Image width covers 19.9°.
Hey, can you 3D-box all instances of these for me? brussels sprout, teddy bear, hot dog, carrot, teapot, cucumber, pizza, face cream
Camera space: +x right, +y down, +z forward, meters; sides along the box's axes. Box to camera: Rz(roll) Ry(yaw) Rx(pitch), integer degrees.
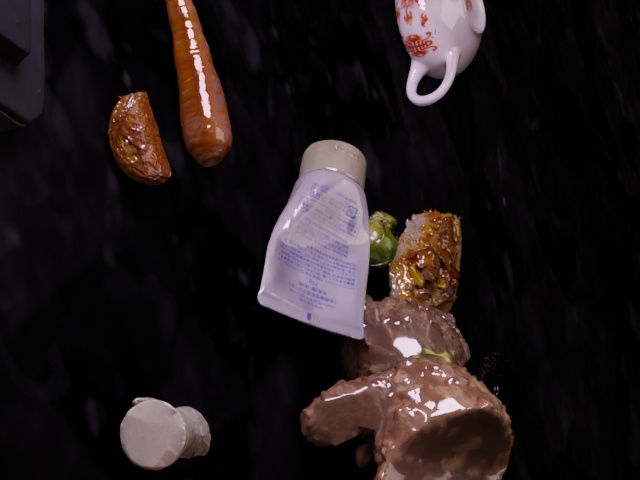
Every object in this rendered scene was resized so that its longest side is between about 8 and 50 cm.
[{"bbox_3d":[0.063,-0.005,2.050,0.051,0.046,0.083,60,17,-25],"label":"brussels sprout"},{"bbox_3d":[0.076,0.214,1.844,0.246,0.222,0.296,16,93,-31],"label":"teddy bear"},{"bbox_3d":[-0.157,-0.087,1.580,0.058,0.035,0.083,-32,107,-66],"label":"hot dog"},{"bbox_3d":[-0.121,-0.172,1.714,0.048,0.048,0.216,20,55,-64],"label":"carrot"},{"bbox_3d":[-0.126,0.157,1.502,0.067,0.057,0.083,52,11,17],"label":"teapot"},{"bbox_3d":[0.149,-0.278,2.342,0.159,0.116,0.245,66,28,-50],"label":"teapot"},{"bbox_3d":[0.210,0.189,2.284,0.043,0.039,0.163,48,27,-10],"label":"cucumber"},{"bbox_3d":[0.134,0.034,2.166,0.246,0.058,0.127,-41,115,-68],"label":"pizza"},{"bbox_3d":[0.000,0.000,1.854,0.114,0.070,0.224,20,49,-14],"label":"face cream"}]

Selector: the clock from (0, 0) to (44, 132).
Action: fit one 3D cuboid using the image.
[{"bbox_3d":[-0.286,-0.248,1.354,0.273,0.049,0.278,35,46,-57],"label":"clock"}]
